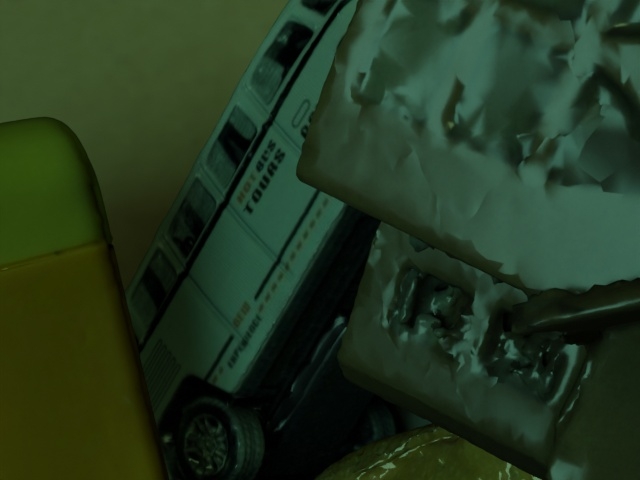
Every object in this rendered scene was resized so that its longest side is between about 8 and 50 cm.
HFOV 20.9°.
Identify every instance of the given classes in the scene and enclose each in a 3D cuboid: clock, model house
[{"bbox_3d":[-0.108,0.073,0.529,0.143,0.096,0.202,162,95,-69],"label":"clock"},{"bbox_3d":[0.140,0.011,0.392,0.248,0.181,0.176,26,102,28],"label":"model house"}]

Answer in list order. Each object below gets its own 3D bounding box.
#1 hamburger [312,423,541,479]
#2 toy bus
[{"bbox_3d":[0.059,0.119,0.516,0.147,0.083,0.138,-23,76,30],"label":"hamburger"},{"bbox_3d":[0.000,0.000,0.547,0.089,0.087,0.194,46,117,33],"label":"toy bus"}]
